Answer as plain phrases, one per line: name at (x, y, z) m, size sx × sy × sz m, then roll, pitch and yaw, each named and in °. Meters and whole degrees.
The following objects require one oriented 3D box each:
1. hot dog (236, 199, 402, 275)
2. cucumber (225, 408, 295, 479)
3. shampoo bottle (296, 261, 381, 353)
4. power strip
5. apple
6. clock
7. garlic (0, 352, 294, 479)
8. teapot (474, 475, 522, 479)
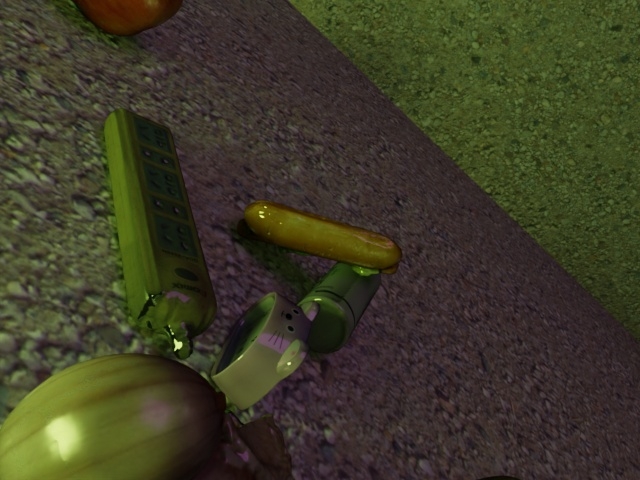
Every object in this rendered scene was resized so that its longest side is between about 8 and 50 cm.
hot dog at (0.000, 0.000, 0.962) m, size 0.250 × 0.068 × 0.100 m, roll 16°, pitch -4°, yaw -1°
cucumber at (-0.050, 0.259, 0.608) m, size 0.211 × 0.062 × 0.078 m, roll 50°, pitch 57°, yaw -9°
shampoo bottle at (0.037, 0.081, 0.988) m, size 0.085 × 0.085 × 0.262 m, roll 48°, pitch 24°, yaw 0°
power strip at (-0.196, -0.024, 0.777) m, size 0.092 × 0.066 × 0.387 m, roll 21°, pitch 35°, yaw -42°
apple at (-0.317, -0.425, 1.050) m, size 0.199 × 0.199 × 0.199 m, roll 38°, pitch 25°, yaw -22°
clock at (-0.062, 0.113, 0.737) m, size 0.050 × 0.110 × 0.152 m, roll 46°, pitch 22°, yaw -13°
garlic at (-0.114, 0.186, 0.422) m, size 0.160 × 0.191 × 0.214 m, roll 56°, pitch -5°, yaw 30°
teapot at (0.148, 0.352, 0.677) m, size 0.175 × 0.185 × 0.268 m, roll -5°, pitch 18°, yaw -27°
